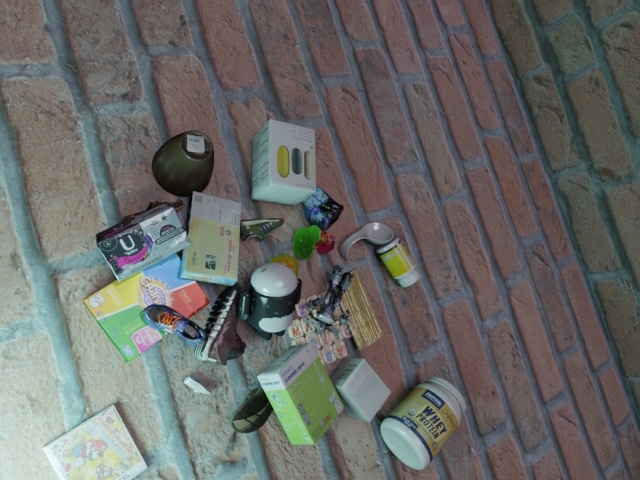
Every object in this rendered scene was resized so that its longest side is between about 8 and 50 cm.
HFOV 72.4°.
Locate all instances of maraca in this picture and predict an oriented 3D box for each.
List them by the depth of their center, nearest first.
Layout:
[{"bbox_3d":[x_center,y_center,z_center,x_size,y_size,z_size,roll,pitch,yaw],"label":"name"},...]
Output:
[{"bbox_3d":[-0.164,0.137,1.675,0.127,0.099,0.186,42,85,-11],"label":"maraca"}]

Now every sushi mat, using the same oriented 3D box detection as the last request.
[{"bbox_3d":[0.156,0.287,1.845,0.151,0.019,0.317,-19,85,-38],"label":"sushi mat"}]

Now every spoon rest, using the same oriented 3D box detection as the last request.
[{"bbox_3d":[0.205,-0.012,1.913,0.276,0.084,0.137,-25,52,-30],"label":"spoon rest"}]

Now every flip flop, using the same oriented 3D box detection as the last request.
[{"bbox_3d":[-0.218,0.564,1.551,0.277,0.080,0.112,-46,113,-46],"label":"flip flop"}]

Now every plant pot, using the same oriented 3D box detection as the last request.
[{"bbox_3d":[-0.460,-0.289,1.531,0.215,0.230,0.216,8,74,-27],"label":"plant pot"}]

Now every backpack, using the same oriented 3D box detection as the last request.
[{"bbox_3d":[-0.007,-0.136,1.800,0.117,0.158,0.173,-43,85,-16],"label":"backpack"}]

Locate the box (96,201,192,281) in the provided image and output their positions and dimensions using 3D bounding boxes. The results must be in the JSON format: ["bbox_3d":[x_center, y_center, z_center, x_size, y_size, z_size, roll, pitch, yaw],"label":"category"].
[{"bbox_3d":[-0.563,-0.005,1.395,0.247,0.163,0.142,-31,113,-19],"label":"box"}]

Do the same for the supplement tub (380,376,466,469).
[{"bbox_3d":[0.423,0.731,1.779,0.316,0.228,0.229,-34,95,-31],"label":"supplement tub"}]

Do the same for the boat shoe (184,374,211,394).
[{"bbox_3d":[-0.417,0.496,1.479,0.100,0.035,0.035,42,89,-19],"label":"boat shoe"}]

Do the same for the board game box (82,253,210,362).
[{"bbox_3d":[-0.565,0.204,1.446,0.316,0.064,0.242,-38,97,-31],"label":"board game box"}]

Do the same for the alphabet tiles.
[{"bbox_3d":[0.005,0.355,1.757,0.283,0.021,0.278,-13,84,-32],"label":"alphabet tiles"}]

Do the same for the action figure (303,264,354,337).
[{"bbox_3d":[0.042,0.246,1.732,0.185,0.099,0.285,29,72,-24],"label":"action figure"}]

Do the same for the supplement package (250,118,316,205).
[{"bbox_3d":[-0.148,-0.298,1.728,0.199,0.198,0.263,6,75,-29],"label":"supplement package"}]

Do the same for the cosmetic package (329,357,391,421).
[{"bbox_3d":[0.142,0.576,1.703,0.151,0.151,0.184,-42,99,-30],"label":"cosmetic package"}]

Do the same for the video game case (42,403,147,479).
[{"bbox_3d":[-0.664,0.647,1.302,0.206,0.026,0.227,-29,92,-32],"label":"video game case"}]

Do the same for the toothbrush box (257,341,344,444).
[{"bbox_3d":[-0.066,0.546,1.572,0.206,0.122,0.284,-33,100,-50],"label":"toothbrush box"}]

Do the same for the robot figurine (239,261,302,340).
[{"bbox_3d":[-0.174,0.214,1.567,0.173,0.209,0.279,12,113,9],"label":"robot figurine"}]

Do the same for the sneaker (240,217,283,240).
[{"bbox_3d":[-0.229,-0.041,1.706,0.192,0.064,0.086,-6,99,-38],"label":"sneaker"}]

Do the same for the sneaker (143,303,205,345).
[{"bbox_3d":[-0.458,0.265,1.401,0.221,0.087,0.083,31,64,-20],"label":"sneaker"}]

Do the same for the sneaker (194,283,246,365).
[{"bbox_3d":[-0.317,0.308,1.553,0.162,0.106,0.282,34,70,-29],"label":"sneaker"}]

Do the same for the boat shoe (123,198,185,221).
[{"bbox_3d":[-0.571,-0.100,1.511,0.207,0.073,0.073,-33,101,-31],"label":"boat shoe"}]

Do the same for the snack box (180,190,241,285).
[{"bbox_3d":[-0.385,-0.009,1.561,0.187,0.060,0.322,14,58,-27],"label":"snack box"}]

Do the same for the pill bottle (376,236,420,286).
[{"bbox_3d":[0.352,0.097,1.961,0.119,0.119,0.209,-37,97,-31],"label":"pill bottle"}]

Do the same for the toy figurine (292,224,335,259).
[{"bbox_3d":[0.000,0.000,1.776,0.159,0.173,0.130,0,60,-43],"label":"toy figurine"}]
